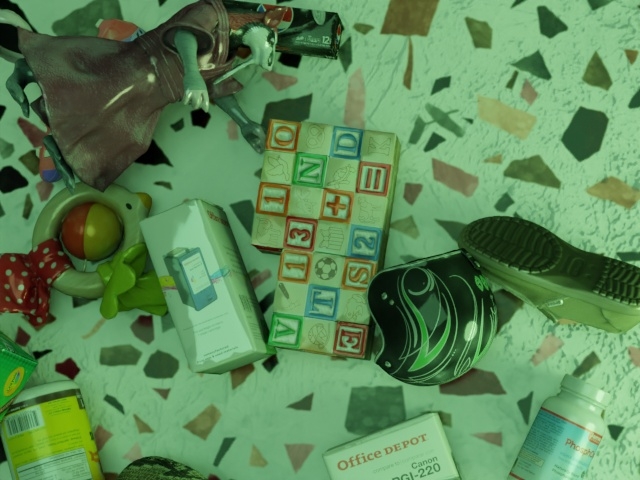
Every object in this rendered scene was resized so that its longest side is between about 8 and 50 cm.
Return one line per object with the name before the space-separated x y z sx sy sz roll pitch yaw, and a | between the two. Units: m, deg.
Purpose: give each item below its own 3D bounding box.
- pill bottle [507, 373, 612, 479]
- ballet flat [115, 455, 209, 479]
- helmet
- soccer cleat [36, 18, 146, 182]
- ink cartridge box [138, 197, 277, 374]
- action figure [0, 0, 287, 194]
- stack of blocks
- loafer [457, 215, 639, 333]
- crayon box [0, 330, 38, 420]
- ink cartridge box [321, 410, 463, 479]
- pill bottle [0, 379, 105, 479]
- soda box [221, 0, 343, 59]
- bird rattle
pill bottle | 0.308 0.255 1.886 0.087 0.087 0.160 25 88 10
ballet flat | -0.125 0.439 1.823 0.164 0.182 0.483 -48 65 7
helmet | 0.142 0.103 1.893 0.169 0.169 0.162 -15 88 6
soccer cleat | -0.307 -0.186 2.031 0.095 0.083 0.248 24 85 5
ink cartridge box | -0.145 0.062 1.938 0.093 0.154 0.212 -20 82 7
action figure | -0.210 -0.227 1.945 0.370 0.248 0.276 -31 70 -7
stack of blocks | 0.000 0.000 1.959 0.171 0.087 0.297 7 84 9
loafer | 0.297 0.053 1.907 0.268 0.092 0.102 24 47 23
crayon box | -0.517 0.155 1.962 0.278 0.081 0.165 32 88 37
ink cartridge box | 0.112 0.345 1.902 0.158 0.092 0.218 -21 79 5
pill bottle | -0.349 0.300 1.958 0.117 0.117 0.215 -18 81 6
soda box | -0.058 -0.287 2.015 0.168 0.060 0.053 8 84 9
bird rattle | -0.319 0.021 2.010 0.253 0.143 0.207 4 72 21
